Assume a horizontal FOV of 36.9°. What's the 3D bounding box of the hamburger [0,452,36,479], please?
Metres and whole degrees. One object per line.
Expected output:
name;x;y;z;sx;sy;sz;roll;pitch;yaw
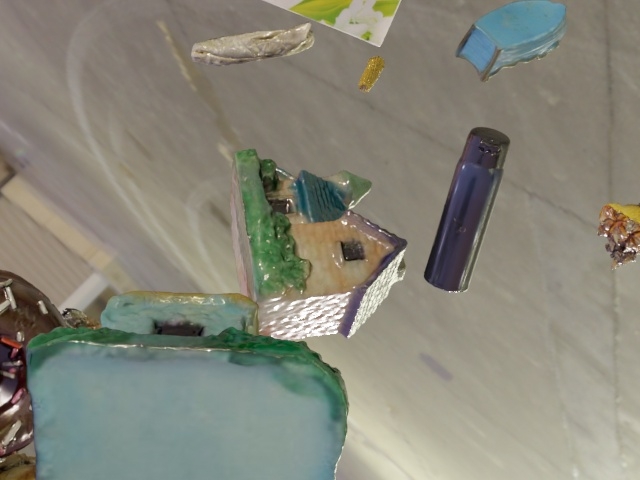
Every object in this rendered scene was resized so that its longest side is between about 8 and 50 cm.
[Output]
hamburger;-0.424;0.390;1.286;0.108;0.213;0.213;13;152;27

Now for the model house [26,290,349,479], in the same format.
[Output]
model house;-0.119;0.137;0.930;0.248;0.281;0.229;-90;5;-65

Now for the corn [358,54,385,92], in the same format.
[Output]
corn;0.084;-0.276;1.575;0.027;0.083;0.028;-20;123;45

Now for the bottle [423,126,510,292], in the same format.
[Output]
bottle;0.220;-0.046;1.431;0.072;0.244;0.082;16;-161;6

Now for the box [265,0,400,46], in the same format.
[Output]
box;0.026;-0.389;1.133;0.195;0.260;0.111;15;-163;-24

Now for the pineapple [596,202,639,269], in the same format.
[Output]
pineapple;0.420;-0.007;1.304;0.114;0.077;0.114;23;139;-1

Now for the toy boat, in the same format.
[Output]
toy boat;0.254;-0.255;1.233;0.075;0.186;0.077;48;146;21

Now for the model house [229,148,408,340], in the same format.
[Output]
model house;0.000;0.000;1.644;0.245;0.280;0.312;101;160;-56

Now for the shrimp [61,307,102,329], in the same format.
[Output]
shrimp;-0.340;0.166;1.599;0.152;0.046;0.219;12;165;28

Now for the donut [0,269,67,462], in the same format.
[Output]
donut;-0.436;0.166;1.213;0.269;0.269;0.103;51;163;-28

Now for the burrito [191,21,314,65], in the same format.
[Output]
burrito;-0.122;-0.354;1.750;0.063;0.230;0.058;-80;-22;-62
